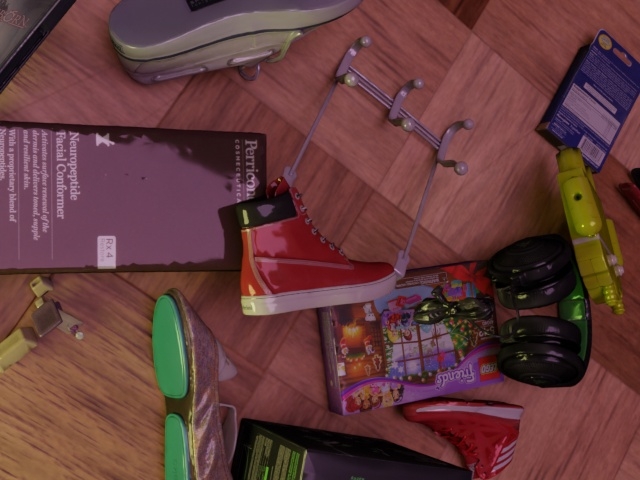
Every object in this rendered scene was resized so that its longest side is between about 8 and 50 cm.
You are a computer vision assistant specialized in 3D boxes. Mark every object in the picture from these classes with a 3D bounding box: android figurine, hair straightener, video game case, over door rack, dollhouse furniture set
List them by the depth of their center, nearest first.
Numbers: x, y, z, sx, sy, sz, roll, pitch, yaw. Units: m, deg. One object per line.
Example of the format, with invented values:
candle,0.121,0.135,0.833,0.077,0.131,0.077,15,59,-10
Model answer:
video game case,-0.438,-0.236,1.060,0.274,0.196,0.026,-58,148,-14
dollhouse furniture set,-0.380,0.123,1.150,0.114,0.091,0.081,-38,145,2
over door rack,0.090,-0.126,1.280,0.239,0.108,0.324,36,62,-17
android figurine,0.447,-0.012,1.407,0.248,0.056,0.273,35,42,-56
hair straightener,0.639,-0.048,1.568,0.230,0.047,0.089,46,72,-15

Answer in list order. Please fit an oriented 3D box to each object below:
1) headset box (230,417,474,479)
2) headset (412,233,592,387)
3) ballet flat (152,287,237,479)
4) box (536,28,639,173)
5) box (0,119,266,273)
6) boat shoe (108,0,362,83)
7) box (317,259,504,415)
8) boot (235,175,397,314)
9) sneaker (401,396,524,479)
headset box,0.035,0.340,1.166,0.246,0.283,0.131,13,82,-23
headset,0.309,0.111,1.337,0.394,0.185,0.243,7,76,-55
ballet flat,-0.169,0.219,1.196,0.106,0.107,0.316,-5,96,-39
box,0.485,-0.247,1.519,0.136,0.036,0.225,36,76,-18
box,-0.267,-0.049,1.138,0.381,0.143,0.191,-1,88,-25
boat shoe,-0.107,-0.297,1.218,0.367,0.156,0.136,-21,68,-11
box,0.143,0.146,1.343,0.293,0.057,0.201,-7,91,-23
boot,0.000,0.000,1.154,0.244,0.088,0.176,-4,90,-36
sneaker,0.227,0.316,1.356,0.221,0.087,0.128,7,83,-21
